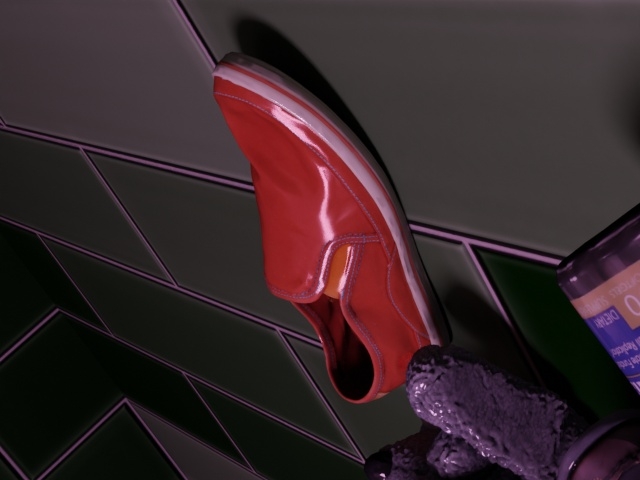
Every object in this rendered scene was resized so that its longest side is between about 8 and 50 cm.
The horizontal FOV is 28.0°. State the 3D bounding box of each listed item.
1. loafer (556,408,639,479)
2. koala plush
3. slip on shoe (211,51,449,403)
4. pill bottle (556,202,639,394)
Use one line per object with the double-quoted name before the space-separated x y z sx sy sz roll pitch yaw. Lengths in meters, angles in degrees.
"loafer" 0.252 0.223 0.888 0.095 0.109 0.302 50 175 45
"koala plush" 0.115 0.206 1.032 0.203 0.196 0.221 19 164 -14
"slip on shoe" 0.000 0.000 0.996 0.123 0.101 0.331 23 148 50
"pill bottle" 0.224 0.067 0.617 0.219 0.122 0.123 54 160 6
